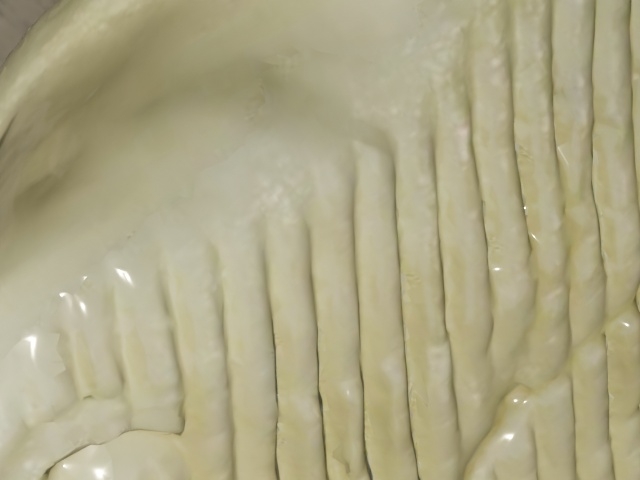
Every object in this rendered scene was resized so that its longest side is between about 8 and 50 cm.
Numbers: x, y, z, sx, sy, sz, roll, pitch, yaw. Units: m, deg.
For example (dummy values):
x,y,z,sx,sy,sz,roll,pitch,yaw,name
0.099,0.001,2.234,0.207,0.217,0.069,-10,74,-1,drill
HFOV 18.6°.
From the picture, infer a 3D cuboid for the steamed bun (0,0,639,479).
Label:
x,y,z,sx,sy,sz,roll,pitch,yaw,name
0.006,0.006,0.703,0.324,0.310,0.219,-48,40,-3,steamed bun
